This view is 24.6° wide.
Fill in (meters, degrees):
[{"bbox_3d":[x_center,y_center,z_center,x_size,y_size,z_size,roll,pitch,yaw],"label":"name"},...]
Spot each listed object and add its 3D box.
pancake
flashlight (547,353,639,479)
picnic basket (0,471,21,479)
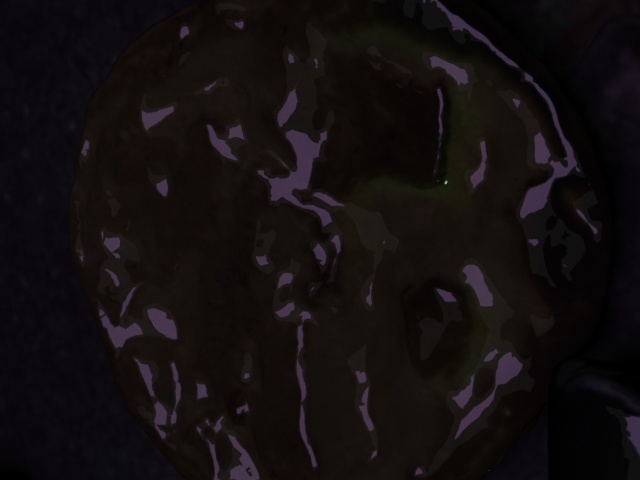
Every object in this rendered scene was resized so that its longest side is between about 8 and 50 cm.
[{"bbox_3d":[0.000,0.000,0.703,0.295,0.049,0.294,7,105,28],"label":"pancake"},{"bbox_3d":[0.148,0.256,0.641,0.103,0.103,0.423,3,101,27],"label":"flashlight"},{"bbox_3d":[-0.167,0.224,0.824,0.110,0.055,0.193,-42,79,28],"label":"picnic basket"}]
